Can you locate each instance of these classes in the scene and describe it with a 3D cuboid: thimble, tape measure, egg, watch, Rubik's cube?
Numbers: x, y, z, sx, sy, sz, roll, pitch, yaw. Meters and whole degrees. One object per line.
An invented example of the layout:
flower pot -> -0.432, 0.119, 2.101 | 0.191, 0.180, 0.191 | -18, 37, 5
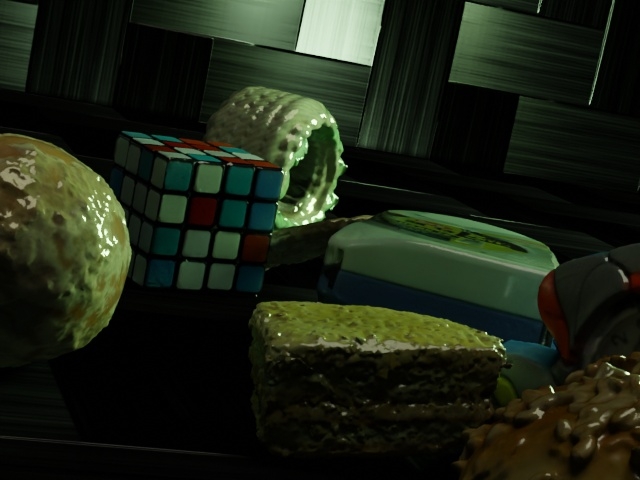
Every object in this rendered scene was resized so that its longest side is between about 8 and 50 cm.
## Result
thimble -> -0.071, -0.107, 1.978 | 0.150, 0.219, 0.219 | 17, 11, 27
tape measure -> 0.145, 0.058, 1.516 | 0.259, 0.138, 0.262 | 16, 11, 16
egg -> -0.255, 0.011, 1.165 | 0.195, 0.194, 0.233 | 14, -12, 10
watch -> 0.292, 0.123, 1.174 | 0.305, 0.241, 0.274 | -22, -9, 36
Rubik's cube -> -0.152, -0.031, 1.615 | 0.151, 0.154, 0.155 | 4, 12, -32

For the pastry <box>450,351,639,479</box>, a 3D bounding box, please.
pastry -> 0.234, 0.167, 0.865 | 0.316, 0.184, 0.284 | 5, 13, -35

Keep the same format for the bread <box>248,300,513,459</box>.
bread -> 0.040, 0.112, 1.131 | 0.196, 0.102, 0.138 | 1, 14, -12

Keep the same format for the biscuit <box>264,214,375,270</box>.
biscuit -> 0.003, -0.001, 1.662 | 0.250, 0.032, 0.133 | -11, -10, 13
